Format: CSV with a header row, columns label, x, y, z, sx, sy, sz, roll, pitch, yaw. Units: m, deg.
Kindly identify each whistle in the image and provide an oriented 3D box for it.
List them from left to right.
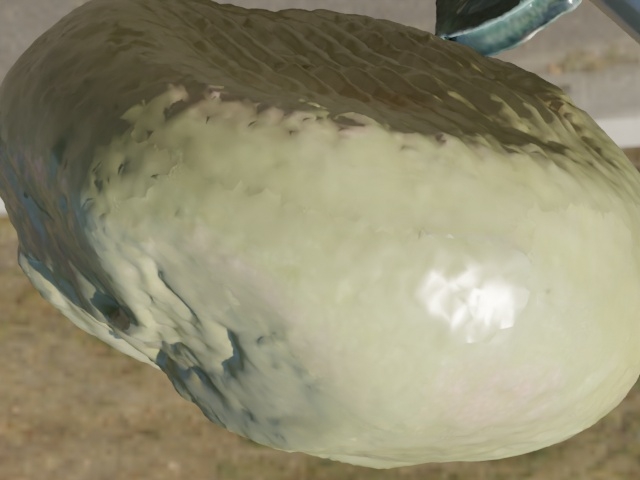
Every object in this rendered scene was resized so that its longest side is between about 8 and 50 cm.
label,x,y,z,sx,sy,sz,roll,pitch,yaw
whistle,0.200,-0.303,1.616,0.168,0.188,0.405,-23,-172,29

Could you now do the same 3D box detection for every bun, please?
label,x,y,z,sx,sy,sz,roll,pitch,yaw
bun,0.000,0.000,0.891,0.361,0.213,0.361,12,-163,-4

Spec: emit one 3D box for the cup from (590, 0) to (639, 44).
label,x,y,z,sx,sy,sz,roll,pitch,yaw
cup,0.296,-0.193,1.032,0.371,0.253,0.253,41,166,14
